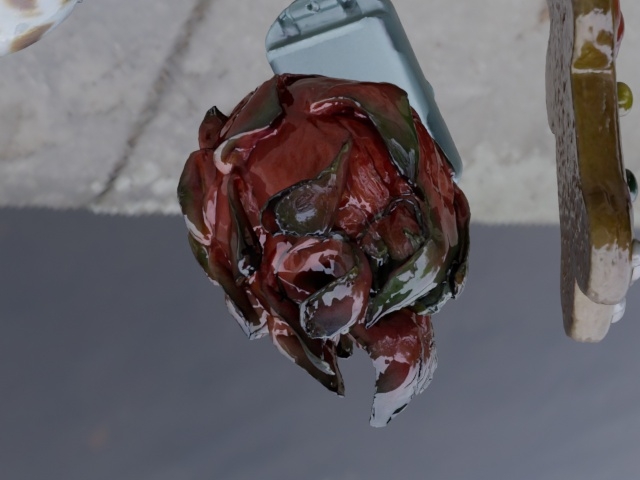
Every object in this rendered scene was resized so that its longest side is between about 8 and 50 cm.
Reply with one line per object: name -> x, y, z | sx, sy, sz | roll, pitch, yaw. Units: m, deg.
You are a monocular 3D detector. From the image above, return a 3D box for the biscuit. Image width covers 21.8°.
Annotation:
biscuit -> 0.241, -0.141, 1.463 | 0.064, 0.432, 0.283 | -3, 164, 2

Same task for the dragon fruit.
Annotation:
dragon fruit -> 0.001, -0.006, 0.681 | 0.130, 0.142, 0.121 | -13, 138, -36

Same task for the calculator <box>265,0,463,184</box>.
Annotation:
calculator -> 0.042, -0.126, 1.591 | 0.141, 0.246, 0.045 | -16, -160, 30

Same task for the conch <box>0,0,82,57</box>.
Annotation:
conch -> -0.303, -0.205, 1.286 | 0.148, 0.183, 0.275 | -33, 178, -27
